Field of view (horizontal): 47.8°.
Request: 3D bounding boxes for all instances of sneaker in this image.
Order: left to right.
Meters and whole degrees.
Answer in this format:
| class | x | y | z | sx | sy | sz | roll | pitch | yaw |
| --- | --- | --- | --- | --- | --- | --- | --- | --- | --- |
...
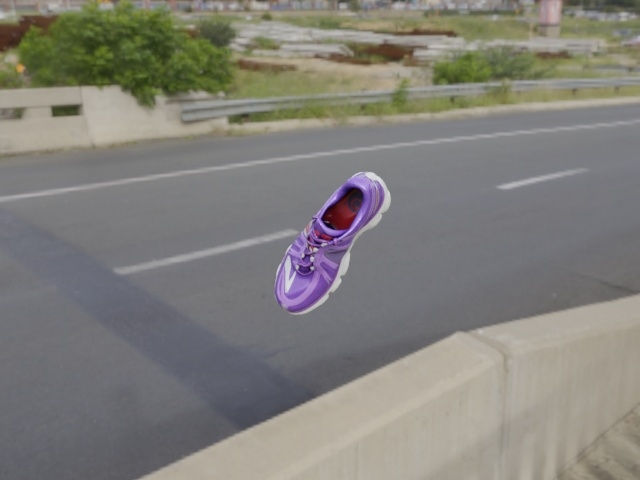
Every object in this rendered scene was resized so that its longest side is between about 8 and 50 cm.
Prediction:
| class | x | y | z | sx | sy | sz | roll | pitch | yaw |
| --- | --- | --- | --- | --- | --- | --- | --- | --- | --- |
| sneaker | 0.000 | 0.000 | 0.728 | 0.068 | 0.169 | 0.071 | 36 | 15 | 17 |
